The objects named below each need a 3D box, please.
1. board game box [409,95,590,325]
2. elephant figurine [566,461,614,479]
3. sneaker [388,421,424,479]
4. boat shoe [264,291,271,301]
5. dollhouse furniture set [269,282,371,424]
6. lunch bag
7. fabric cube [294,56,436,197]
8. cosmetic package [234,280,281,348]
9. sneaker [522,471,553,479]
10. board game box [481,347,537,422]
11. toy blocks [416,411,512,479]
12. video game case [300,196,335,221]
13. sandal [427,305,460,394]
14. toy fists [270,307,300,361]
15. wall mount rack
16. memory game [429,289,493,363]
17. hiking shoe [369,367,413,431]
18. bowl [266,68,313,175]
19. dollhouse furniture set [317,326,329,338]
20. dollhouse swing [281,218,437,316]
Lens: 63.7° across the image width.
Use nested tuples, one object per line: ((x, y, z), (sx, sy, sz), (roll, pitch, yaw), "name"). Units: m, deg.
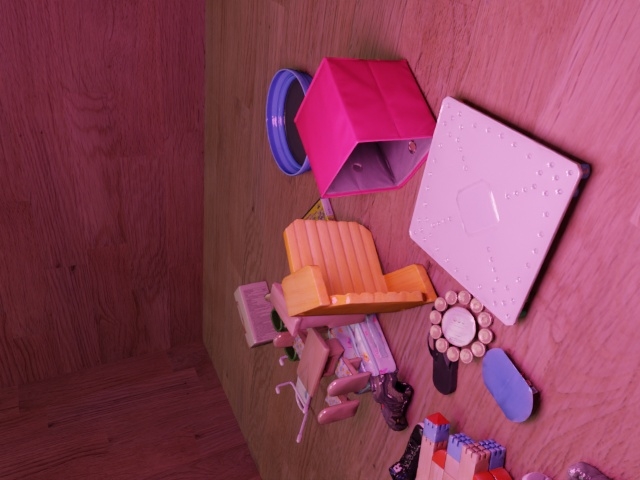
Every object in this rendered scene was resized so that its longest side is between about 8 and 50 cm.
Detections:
((0.369, -0.075, 1.161), (0.390, 0.051, 0.389), (49, 141, 45), "board game box")
((0.469, 0.536, 0.961), (0.169, 0.240, 0.185), (48, 139, 47), "elephant figurine")
((0.266, 0.654, 1.538), (0.079, 0.121, 0.216), (33, 128, 55), "sneaker")
((-0.208, 0.267, 2.414), (0.072, 0.068, 0.190), (63, 151, 7), "boat shoe")
((-0.038, 0.327, 1.637), (0.362, 0.257, 0.393), (51, 135, 45), "dollhouse furniture set")
((0.132, 0.352, 1.713), (0.279, 0.108, 0.224), (67, 151, 25), "lunch bag")
((0.115, -0.294, 1.358), (0.254, 0.259, 0.258), (-55, 49, 56), "fabric cube")
((-0.313, 0.368, 2.557), (0.129, 0.153, 0.295), (-46, 57, 58), "cosmetic package")
((0.499, 0.642, 1.090), (0.281, 0.105, 0.115), (67, 151, 24), "sneaker")
((0.438, 0.330, 1.187), (0.168, 0.033, 0.133), (-118, 27, -42), "board game box")
((0.373, 0.603, 1.284), (0.381, 0.191, 0.260), (21, 106, 61), "toy blocks")
((0.000, 0.000, 1.937), (0.275, 0.035, 0.248), (-43, 61, 60), "video game case")
((0.324, 0.296, 1.373), (0.097, 0.055, 0.254), (15, 112, 61), "sandal")
((-0.094, 0.376, 2.142), (0.279, 0.142, 0.096), (58, 132, 36), "toy fists")
((-0.093, 0.678, 2.252), (0.304, 0.131, 0.349), (52, 143, 44), "wall mount rack")
((0.348, 0.214, 1.285), (0.186, 0.012, 0.186), (-6, 82, 48), "memory game")
((0.237, 0.492, 1.572), (0.086, 0.114, 0.226), (-92, -24, -62), "hiking shoe")
((-0.095, -0.439, 1.925), (0.391, 0.077, 0.390), (31, 126, 56), "bowl")
((-0.058, 0.306, 2.051), (0.184, 0.130, 0.128), (39, 133, 51), "dollhouse furniture set")
((0.089, 0.049, 1.447), (0.315, 0.347, 0.304), (146, 122, -61), "dollhouse swing")
